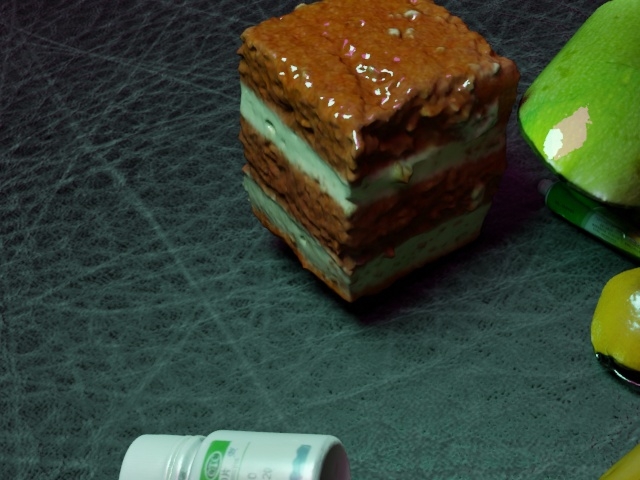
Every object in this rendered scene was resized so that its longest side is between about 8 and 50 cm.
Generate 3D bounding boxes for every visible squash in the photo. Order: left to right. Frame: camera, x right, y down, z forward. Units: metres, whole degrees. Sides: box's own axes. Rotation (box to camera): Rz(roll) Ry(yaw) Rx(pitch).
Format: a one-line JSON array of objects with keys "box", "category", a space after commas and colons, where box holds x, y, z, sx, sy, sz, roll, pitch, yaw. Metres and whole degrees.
[{"box": [0.371, -0.142, 1.524, 0.233, 0.210, 0.309, 38, 65, 5], "category": "squash"}]

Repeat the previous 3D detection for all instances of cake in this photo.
[{"box": [0.069, -0.125, 1.545, 0.269, 0.320, 0.270, -24, 47, -25], "category": "cake"}]

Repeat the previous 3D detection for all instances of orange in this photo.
[{"box": [0.390, 0.087, 1.381, 0.160, 0.112, 0.170, -13, 53, 5], "category": "orange"}]

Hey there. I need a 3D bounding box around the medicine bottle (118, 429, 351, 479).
[{"box": [-0.095, 0.278, 1.321, 0.236, 0.139, 0.139, 0, 45, 18], "category": "medicine bottle"}]

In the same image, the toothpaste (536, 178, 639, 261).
[{"box": [0.368, -0.020, 1.537, 0.248, 0.078, 0.047, 41, 106, 47], "category": "toothpaste"}]

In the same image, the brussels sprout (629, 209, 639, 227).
[{"box": [0.432, -0.026, 1.523, 0.083, 0.051, 0.046, 27, 26, 38], "category": "brussels sprout"}]

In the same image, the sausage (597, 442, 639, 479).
[{"box": [0.414, 0.220, 1.224, 0.354, 0.116, 0.134, -34, 29, -22], "category": "sausage"}]
